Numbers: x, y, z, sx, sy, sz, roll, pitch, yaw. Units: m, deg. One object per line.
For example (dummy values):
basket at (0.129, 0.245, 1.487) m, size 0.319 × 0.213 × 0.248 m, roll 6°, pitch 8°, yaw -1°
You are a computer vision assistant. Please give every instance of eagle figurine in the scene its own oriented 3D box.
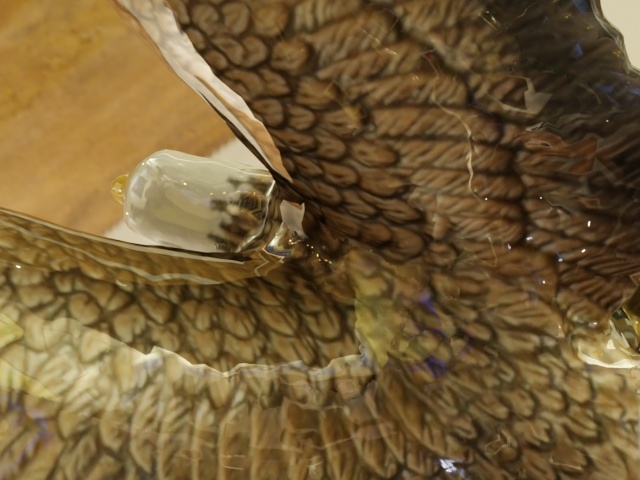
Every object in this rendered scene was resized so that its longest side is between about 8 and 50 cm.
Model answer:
eagle figurine at (-0.009, 0.001, 0.492) m, size 0.225 × 0.298 × 0.226 m, roll -18°, pitch -120°, yaw 33°
